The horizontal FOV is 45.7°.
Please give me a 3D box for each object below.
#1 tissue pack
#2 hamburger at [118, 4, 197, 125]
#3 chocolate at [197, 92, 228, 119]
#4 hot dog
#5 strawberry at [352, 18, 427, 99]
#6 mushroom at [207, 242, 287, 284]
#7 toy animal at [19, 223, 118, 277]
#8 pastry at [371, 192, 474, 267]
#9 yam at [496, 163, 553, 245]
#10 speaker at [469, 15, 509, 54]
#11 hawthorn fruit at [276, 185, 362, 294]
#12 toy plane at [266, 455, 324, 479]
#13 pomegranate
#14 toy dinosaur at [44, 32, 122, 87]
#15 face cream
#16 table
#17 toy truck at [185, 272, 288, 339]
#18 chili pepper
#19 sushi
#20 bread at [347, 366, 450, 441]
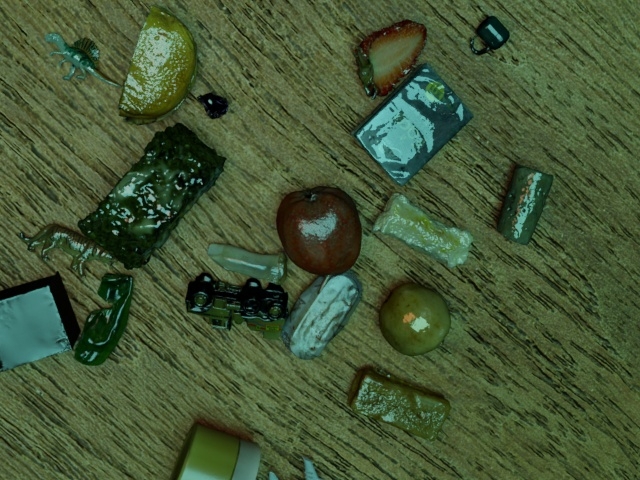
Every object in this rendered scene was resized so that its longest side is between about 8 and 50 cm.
[{"bbox_3d":[0.227,-0.288,1.899,0.257,0.081,0.185,-45,102,1],"label":"tissue pack"},{"bbox_3d":[-0.369,-0.392,1.776,0.156,0.144,0.283,17,102,-17],"label":"hamburger"},{"bbox_3d":[-0.252,-0.317,1.802,0.072,0.147,0.070,12,102,-2],"label":"chocolate"},{"bbox_3d":[0.001,0.186,1.963,0.144,0.075,0.268,37,97,-7],"label":"hot dog"},{"bbox_3d":[0.165,-0.451,1.872,0.208,0.087,0.167,-29,125,-27],"label":"strawberry"},{"bbox_3d":[-0.183,0.051,1.920,0.209,0.071,0.084,14,93,-6],"label":"mushroom"},{"bbox_3d":[-0.616,0.019,1.867,0.241,0.057,0.099,26,90,-9],"label":"toy animal"},{"bbox_3d":[0.266,-0.025,1.949,0.258,0.089,0.121,24,101,-12],"label":"pastry"},{"bbox_3d":[0.524,-0.092,1.961,0.107,0.107,0.194,15,99,-10],"label":"yam"},{"bbox_3d":[0.418,-0.505,1.894,0.075,0.060,0.094,43,93,-11],"label":"speaker"},{"bbox_3d":[0.000,0.000,1.868,0.210,0.210,0.262,-9,110,-6],"label":"hawthorn fruit"},{"bbox_3d":[-0.040,0.708,2.040,0.255,0.101,0.251,20,109,-10],"label":"toy plane"},{"bbox_3d":[0.248,0.210,1.953,0.196,0.196,0.196,-1,101,-7],"label":"pomegranate"},{"bbox_3d":[-0.558,-0.429,1.797,0.187,0.044,0.106,7,84,-7],"label":"toy dinosaur"},{"bbox_3d":[-0.275,0.596,1.928,0.179,0.218,0.218,22,97,-10],"label":"face cream"},{"bbox_3d":[-0.707,0.194,1.823,0.193,0.172,0.169,-18,101,-8],"label":"table"},{"bbox_3d":[-0.212,0.166,1.911,0.257,0.127,0.127,12,113,-9],"label":"toy truck"},{"bbox_3d":[-0.532,0.199,1.895,0.099,0.083,0.253,21,93,-7],"label":"chili pepper"},{"bbox_3d":[-0.384,-0.101,1.750,0.178,0.294,0.352,41,95,-8],"label":"sushi"},{"bbox_3d":[0.211,0.433,2.033,0.270,0.077,0.139,22,93,-12],"label":"bread"}]
